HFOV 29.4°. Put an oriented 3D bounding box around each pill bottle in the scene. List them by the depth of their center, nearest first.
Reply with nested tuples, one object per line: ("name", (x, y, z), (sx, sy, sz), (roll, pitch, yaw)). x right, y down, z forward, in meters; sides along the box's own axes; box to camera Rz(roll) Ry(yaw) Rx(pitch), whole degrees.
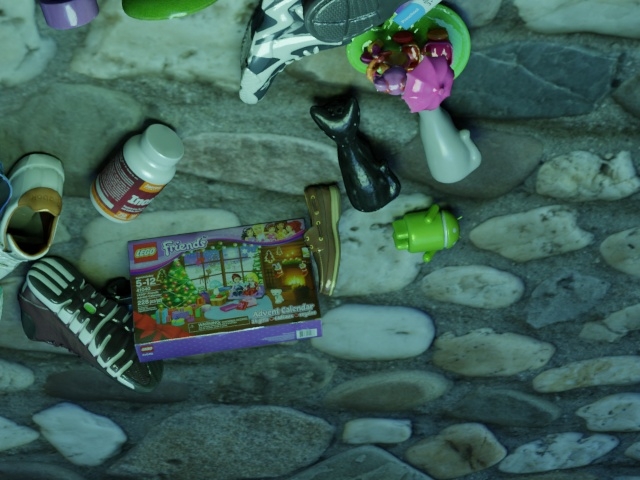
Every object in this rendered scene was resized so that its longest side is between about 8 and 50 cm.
("pill bottle", (-0.267, -0.099, 1.787), (0.086, 0.086, 0.152), (19, 134, -33))

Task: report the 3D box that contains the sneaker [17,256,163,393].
("sneaker", (-0.392, 0.159, 2.024), (0.281, 0.106, 0.162), (47, 138, -4))

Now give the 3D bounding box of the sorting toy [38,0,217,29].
("sorting toy", (-0.157, -0.337, 1.402), (0.365, 0.127, 0.126), (-8, 125, 5))

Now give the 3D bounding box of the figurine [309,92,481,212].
("figurine", (0.111, -0.160, 1.809), (0.214, 0.092, 0.209), (-20, 138, 10))

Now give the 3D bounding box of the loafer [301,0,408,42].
("loafer", (0.111, -0.341, 1.446), (0.302, 0.095, 0.109), (-24, 139, 11))

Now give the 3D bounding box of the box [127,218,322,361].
("box", (-0.155, 0.077, 1.946), (0.293, 0.201, 0.057), (-8, 144, -4))

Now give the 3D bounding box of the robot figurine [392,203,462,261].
("robot figurine", (0.178, -0.016, 2.018), (0.115, 0.067, 0.101), (-7, 130, -5))

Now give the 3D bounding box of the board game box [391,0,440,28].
("board game box", (0.144, -0.434, 1.464), (0.233, 0.078, 0.347), (25, 130, -38))

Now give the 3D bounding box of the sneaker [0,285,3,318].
("sneaker", (-0.574, 0.129, 2.029), (0.076, 0.065, 0.166), (11, 136, -20))

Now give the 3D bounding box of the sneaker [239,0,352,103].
("sneaker", (-0.019, -0.267, 1.624), (0.153, 0.094, 0.235), (10, 129, -12))

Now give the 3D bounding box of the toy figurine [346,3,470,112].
("toy figurine", (0.116, -0.231, 1.627), (0.173, 0.159, 0.130), (-2, 120, 6))

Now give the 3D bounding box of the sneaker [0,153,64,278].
("sneaker", (-0.473, 0.000, 1.837), (0.106, 0.123, 0.290), (13, 138, -30))

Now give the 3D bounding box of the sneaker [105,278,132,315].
("sneaker", (-0.351, 0.104, 2.056), (0.152, 0.058, 0.085), (-3, 122, 25))

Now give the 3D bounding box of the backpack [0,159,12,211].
("backpack", (-0.522, -0.080, 1.724), (0.158, 0.117, 0.173), (17, 135, -31))

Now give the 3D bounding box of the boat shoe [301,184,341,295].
("boat shoe", (0.000, 0.000, 1.920), (0.060, 0.178, 0.064), (1, 169, -6))
